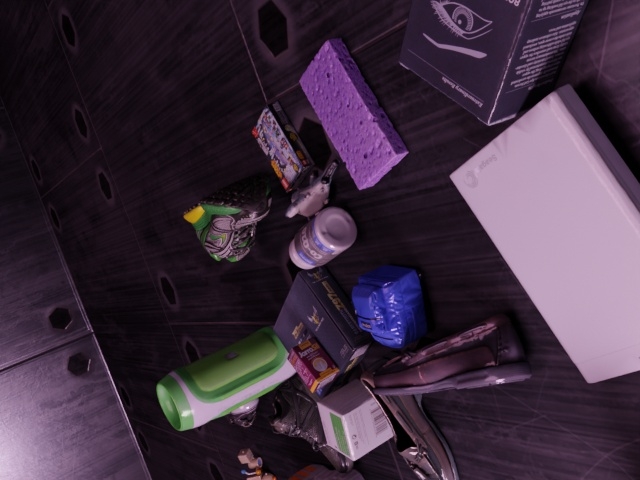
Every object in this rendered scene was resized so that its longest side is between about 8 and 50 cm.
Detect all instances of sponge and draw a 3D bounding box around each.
[{"bbox_3d":[0.046,-0.192,1.105,0.210,0.031,0.117,62,149,10],"label":"sponge"}]

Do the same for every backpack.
[{"bbox_3d":[0.108,0.111,1.143,0.098,0.101,0.120,12,122,61],"label":"backpack"}]

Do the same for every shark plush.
[{"bbox_3d":[-0.017,-0.092,1.250,0.161,0.073,0.067,114,156,-56],"label":"shark plush"}]

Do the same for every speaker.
[{"bbox_3d":[-0.185,0.282,1.509,0.131,0.297,0.131,35,137,41],"label":"speaker"}]

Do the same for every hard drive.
[{"bbox_3d":[0.295,0.004,0.822,0.307,0.040,0.203,57,148,7],"label":"hard drive"}]

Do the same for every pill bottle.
[{"bbox_3d":[0.000,0.000,1.255,0.078,0.078,0.137,63,149,7],"label":"pill bottle"}]

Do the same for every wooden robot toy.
[{"bbox_3d":[-0.154,0.634,1.941,0.079,0.076,0.173,-17,96,24],"label":"wooden robot toy"}]

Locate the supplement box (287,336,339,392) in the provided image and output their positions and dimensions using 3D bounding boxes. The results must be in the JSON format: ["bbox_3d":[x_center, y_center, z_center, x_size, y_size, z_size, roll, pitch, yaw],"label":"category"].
[{"bbox_3d":[-0.014,0.229,1.333,0.083,0.055,0.043,49,144,22],"label":"supplement box"}]

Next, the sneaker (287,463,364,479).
[{"bbox_3d":[0.046,0.594,1.554,0.180,0.125,0.321,64,160,-2],"label":"sneaker"}]

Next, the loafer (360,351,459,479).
[{"bbox_3d":[0.146,0.328,1.237,0.096,0.084,0.267,-27,86,59],"label":"loafer"}]

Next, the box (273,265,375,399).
[{"bbox_3d":[0.000,0.179,1.390,0.183,0.059,0.232,55,147,21],"label":"box"}]

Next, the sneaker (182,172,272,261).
[{"bbox_3d":[-0.168,-0.040,1.464,0.146,0.134,0.343,62,158,-4],"label":"sneaker"}]

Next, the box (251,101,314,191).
[{"bbox_3d":[-0.069,-0.168,1.301,0.137,0.027,0.094,59,149,12],"label":"box"}]

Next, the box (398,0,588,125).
[{"bbox_3d":[0.188,-0.255,0.770,0.153,0.108,0.207,45,143,31],"label":"box"}]

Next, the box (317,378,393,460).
[{"bbox_3d":[0.065,0.333,1.349,0.087,0.102,0.101,13,122,56],"label":"box"}]

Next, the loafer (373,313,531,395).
[{"bbox_3d":[0.187,0.178,1.085,0.303,0.109,0.095,-23,70,53],"label":"loafer"}]

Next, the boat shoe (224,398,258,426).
[{"bbox_3d":[-0.201,0.445,1.858,0.076,0.080,0.228,59,150,2],"label":"boat shoe"}]

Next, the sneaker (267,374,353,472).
[{"bbox_3d":[-0.028,0.403,1.515,0.227,0.130,0.087,59,150,10],"label":"sneaker"}]
